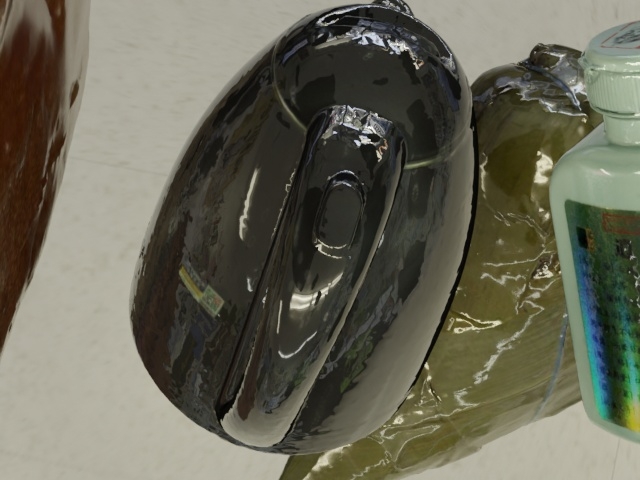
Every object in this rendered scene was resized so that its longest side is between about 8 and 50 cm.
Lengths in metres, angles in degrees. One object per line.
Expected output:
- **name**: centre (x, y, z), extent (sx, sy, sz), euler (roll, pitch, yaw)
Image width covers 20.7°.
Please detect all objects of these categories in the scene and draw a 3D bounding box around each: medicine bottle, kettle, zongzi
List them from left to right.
- **kettle**: centre (0.000, 0.000, 1.077), extent (0.207, 0.290, 0.268), euler (18, 52, -5)
- **zongzi**: centre (0.098, 0.045, 1.398), extent (0.393, 0.356, 0.174), euler (-28, 52, -11)
- **medicine bottle**: centre (0.187, -0.001, 0.933), extent (0.121, 0.083, 0.229), euler (6, 120, 37)

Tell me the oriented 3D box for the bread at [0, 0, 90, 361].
- **bread**: centre (-0.181, -0.104, 0.738), extent (0.143, 0.323, 0.333), euler (10, 131, 1)
